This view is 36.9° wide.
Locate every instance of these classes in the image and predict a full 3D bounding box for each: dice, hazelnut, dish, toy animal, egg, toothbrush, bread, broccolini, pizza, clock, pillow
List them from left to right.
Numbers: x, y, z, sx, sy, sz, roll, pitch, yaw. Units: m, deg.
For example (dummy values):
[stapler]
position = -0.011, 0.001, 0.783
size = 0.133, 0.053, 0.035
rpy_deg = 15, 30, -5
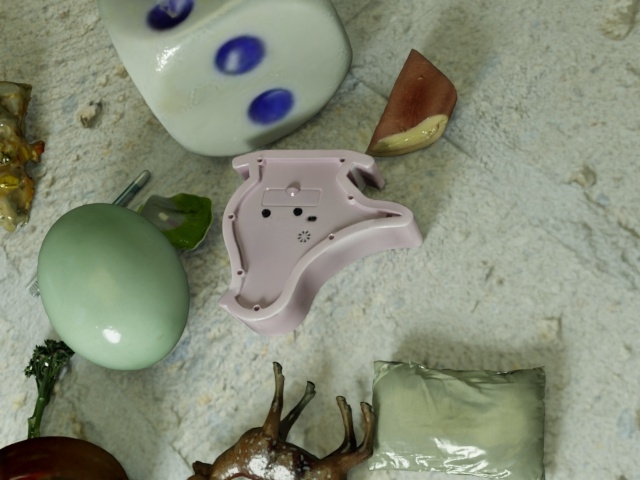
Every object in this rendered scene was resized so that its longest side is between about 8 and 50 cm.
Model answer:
[pizza]
position = -0.563, -0.150, 1.628
size = 0.189, 0.071, 0.297
rpy_deg = 3, 65, -26
[broccolini]
position = -0.426, 0.262, 1.411
size = 0.071, 0.058, 0.254
rpy_deg = -33, 39, 54
[hazelnut]
position = -0.359, 0.372, 1.261
size = 0.218, 0.218, 0.233
rpy_deg = 21, 91, 27
[toothbrush]
position = -0.372, -0.012, 1.552
size = 0.275, 0.019, 0.025
rpy_deg = -46, 64, -7
[egg]
position = -0.297, 0.064, 1.378
size = 0.203, 0.203, 0.282
rpy_deg = -39, 52, -3
[dish]
position = -0.221, -0.029, 1.496
size = 0.137, 0.039, 0.091
rpy_deg = 15, 75, 27
[dice]
position = -0.141, -0.328, 1.466
size = 0.304, 0.304, 0.277
rpy_deg = -28, 57, 4
[toy animal]
position = -0.070, 0.294, 1.237
size = 0.243, 0.087, 0.260
rpy_deg = 19, 75, 27
[clock]
position = 0.000, 0.000, 1.378
size = 0.290, 0.080, 0.275
rpy_deg = -2, 64, 20
[bread]
position = 0.148, -0.196, 1.432
size = 0.119, 0.067, 0.192
rpy_deg = 14, 68, 34
[pillow]
position = 0.172, 0.227, 1.217
size = 0.230, 0.050, 0.148
rpy_deg = 0, 73, 21
